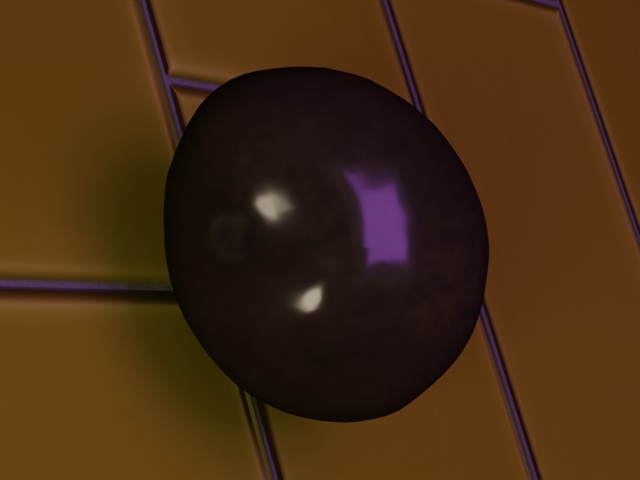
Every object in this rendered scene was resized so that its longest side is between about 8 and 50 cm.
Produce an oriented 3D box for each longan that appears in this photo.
[{"bbox_3d":[0.000,0.000,1.251,0.248,0.248,0.248,32,45,-38],"label":"longan"}]
